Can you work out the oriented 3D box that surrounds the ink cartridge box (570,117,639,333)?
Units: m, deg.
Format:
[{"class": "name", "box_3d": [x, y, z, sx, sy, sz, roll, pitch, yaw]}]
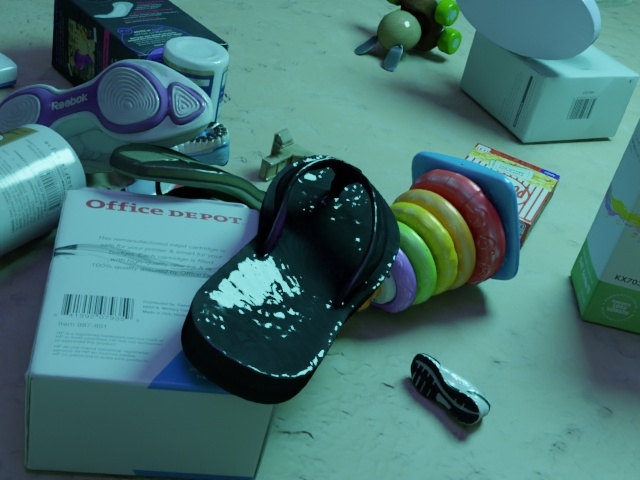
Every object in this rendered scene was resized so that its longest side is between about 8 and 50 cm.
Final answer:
[{"class": "ink cartridge box", "box_3d": [0.487, -0.042, 1.198, 0.207, 0.353, 0.119, 13, 33, -1]}]

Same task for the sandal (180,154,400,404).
[{"class": "sandal", "box_3d": [0.002, 0.002, 0.967, 0.168, 0.107, 0.445, 27, 30, 0]}]

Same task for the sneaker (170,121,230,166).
[{"class": "sneaker", "box_3d": [-0.204, -0.113, 1.316, 0.162, 0.073, 0.063, -9, 40, 1]}]

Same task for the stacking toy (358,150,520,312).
[{"class": "stacking toy", "box_3d": [0.101, 0.025, 1.165, 0.302, 0.165, 0.175, -31, 38, -34]}]

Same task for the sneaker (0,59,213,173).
[{"class": "sneaker", "box_3d": [-0.270, -0.154, 1.219, 0.305, 0.152, 0.114, -2, 72, 20]}]

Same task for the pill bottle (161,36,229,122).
[{"class": "pill bottle", "box_3d": [-0.191, -0.201, 1.351, 0.094, 0.169, 0.094, 10, 33, -7]}]

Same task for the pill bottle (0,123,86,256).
[{"class": "pill bottle", "box_3d": [-0.395, -0.042, 1.075, 0.131, 0.131, 0.229, 28, 36, 20]}]

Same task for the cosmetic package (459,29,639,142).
[{"class": "cosmetic package", "box_3d": [0.425, -0.299, 1.754, 0.224, 0.138, 0.224, -6, 39, -26]}]

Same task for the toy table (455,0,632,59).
[{"class": "toy table", "box_3d": [0.394, -0.439, 1.632, 0.274, 0.252, 0.161, 37, 56, 20]}]

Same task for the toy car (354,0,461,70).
[{"class": "toy car", "box_3d": [0.166, -0.411, 1.874, 0.155, 0.149, 0.188, 31, 66, 30]}]

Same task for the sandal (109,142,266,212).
[{"class": "sandal", "box_3d": [-0.135, -0.046, 1.156, 0.120, 0.086, 0.303, 23, 0, 36]}]

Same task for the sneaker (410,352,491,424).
[{"class": "sneaker", "box_3d": [0.147, 0.168, 1.058, 0.044, 0.040, 0.109, -1, 36, -50]}]

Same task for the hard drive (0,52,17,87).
[{"class": "hard drive", "box_3d": [-0.650, -0.255, 1.379, 0.210, 0.040, 0.319, 33, 38, 26]}]

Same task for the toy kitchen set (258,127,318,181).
[{"class": "toy kitchen set", "box_3d": [-0.035, -0.120, 1.381, 0.075, 0.068, 0.083, 31, 37, 24]}]

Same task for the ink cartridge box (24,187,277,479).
[{"class": "ink cartridge box", "box_3d": [-0.172, 0.087, 0.967, 0.223, 0.129, 0.307, 6, 34, -12]}]

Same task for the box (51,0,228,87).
[{"class": "box", "box_3d": [-0.292, -0.295, 1.475, 0.165, 0.143, 0.270, -17, 44, -37]}]

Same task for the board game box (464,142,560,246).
[{"class": "board game box", "box_3d": [0.278, -0.075, 1.451, 0.147, 0.045, 0.193, 24, 35, 15]}]

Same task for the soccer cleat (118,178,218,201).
[{"class": "soccer cleat", "box_3d": [-0.237, -0.042, 1.196, 0.095, 0.083, 0.248, 12, 28, 35]}]
